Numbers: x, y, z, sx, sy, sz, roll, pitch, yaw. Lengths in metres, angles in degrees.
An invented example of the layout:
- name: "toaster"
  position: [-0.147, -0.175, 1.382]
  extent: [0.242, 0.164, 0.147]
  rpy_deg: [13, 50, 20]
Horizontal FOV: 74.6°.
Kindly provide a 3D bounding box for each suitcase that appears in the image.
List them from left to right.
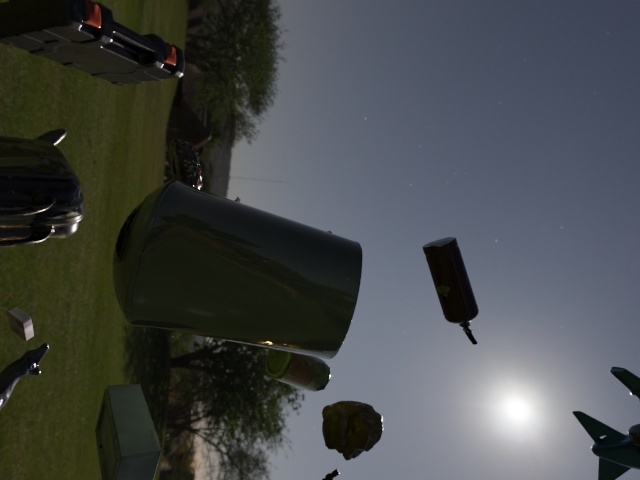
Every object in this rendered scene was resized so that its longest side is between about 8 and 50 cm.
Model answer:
- name: "suitcase"
  position: [-0.713, -0.094, 0.897]
  extent: [0.339, 0.352, 0.193]
  rpy_deg: [40, -61, 34]
- name: "suitcase"
  position: [-0.430, -0.377, 0.811]
  extent: [0.286, 0.207, 0.066]
  rpy_deg: [-5, 96, -67]

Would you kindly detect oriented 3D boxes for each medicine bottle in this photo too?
- name: "medicine bottle"
  position: [-0.065, 0.433, 1.415]
  extent: [0.124, 0.239, 0.124]
  rpy_deg: [-24, -131, 31]

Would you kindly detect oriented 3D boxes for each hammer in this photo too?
- name: "hammer"
  position: [0.048, 0.769, 1.295]
  extent: [0.021, 0.065, 0.178]
  rpy_deg: [58, -11, -6]

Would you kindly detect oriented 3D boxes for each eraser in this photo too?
- name: "eraser"
  position: [-0.847, 0.236, 1.186]
  extent: [0.026, 0.065, 0.105]
  rpy_deg: [-47, 169, -49]

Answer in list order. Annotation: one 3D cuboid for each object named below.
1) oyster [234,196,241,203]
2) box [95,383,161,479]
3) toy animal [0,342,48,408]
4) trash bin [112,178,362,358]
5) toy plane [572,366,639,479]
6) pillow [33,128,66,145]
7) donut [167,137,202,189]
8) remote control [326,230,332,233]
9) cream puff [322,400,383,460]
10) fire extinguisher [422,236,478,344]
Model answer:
- name: "oyster"
  position: [-0.295, 0.044, 1.534]
  extent: [0.204, 0.111, 0.395]
  rpy_deg: [-29, -109, 34]
- name: "box"
  position: [-0.441, 0.449, 0.948]
  extent: [0.225, 0.086, 0.129]
  rpy_deg: [35, -69, 51]
- name: "toy animal"
  position: [-0.748, 0.365, 0.857]
  extent: [0.081, 0.367, 0.205]
  rpy_deg: [24, -62, 30]
- name: "trash bin"
  position: [-0.162, 0.060, 0.806]
  extent: [0.280, 0.432, 0.280]
  rpy_deg: [-164, -90, -82]
- name: "toy plane"
  position: [0.526, 0.308, 0.603]
  extent: [0.271, 0.105, 0.254]
  rpy_deg: [-26, -101, 53]
- name: "pillow"
  position: [-0.899, -0.273, 1.301]
  extent: [0.093, 0.051, 0.241]
  rpy_deg: [-4, -139, 43]
- name: "donut"
  position: [-0.569, -0.299, 1.762]
  extent: [0.270, 0.103, 0.269]
  rpy_deg: [31, -54, 55]
- name: "remote control"
  position: [0.000, 0.000, 1.384]
  extent: [0.124, 0.018, 0.053]
  rpy_deg: [-11, -87, 52]
- name: "cream puff"
  position: [0.113, 0.699, 1.569]
  extent: [0.196, 0.244, 0.244]
  rpy_deg: [-81, -179, -67]
- name: "fire extinguisher"
  position: [0.439, 0.164, 1.376]
  extent: [0.135, 0.114, 0.337]
  rpy_deg: [-52, 123, -83]
